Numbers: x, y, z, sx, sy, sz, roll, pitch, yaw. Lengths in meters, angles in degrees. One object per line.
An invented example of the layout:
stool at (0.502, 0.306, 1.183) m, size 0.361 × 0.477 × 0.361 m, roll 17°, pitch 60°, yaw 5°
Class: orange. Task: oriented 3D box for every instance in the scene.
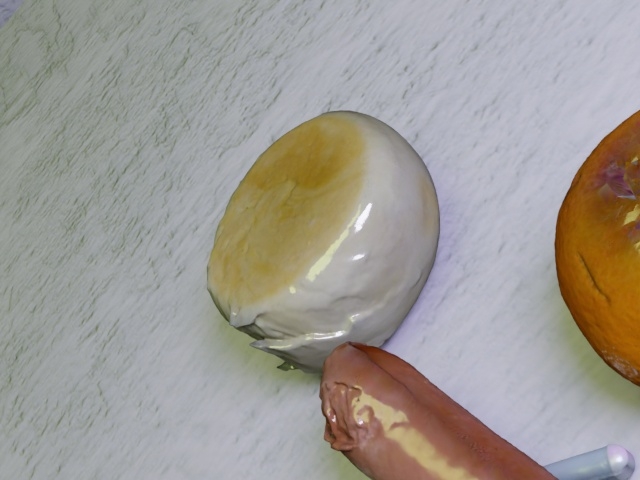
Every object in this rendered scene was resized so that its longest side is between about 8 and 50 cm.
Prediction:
orange at (0.265, 0.000, 0.620) m, size 0.224 × 0.170 × 0.224 m, roll -25°, pitch 47°, yaw 30°

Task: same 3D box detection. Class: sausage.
sausage at (0.140, 0.204, 0.625) m, size 0.094 × 0.094 × 0.419 m, roll -43°, pitch 50°, yaw -13°

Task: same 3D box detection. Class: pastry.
pastry at (0.001, -0.002, 0.897) m, size 0.265 × 0.133 × 0.265 m, roll -25°, pitch 48°, yaw 31°

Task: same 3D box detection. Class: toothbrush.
toothbrush at (0.090, 0.222, 0.747) m, size 0.342 × 0.025 × 0.030 m, roll -25°, pitch 49°, yaw 30°
